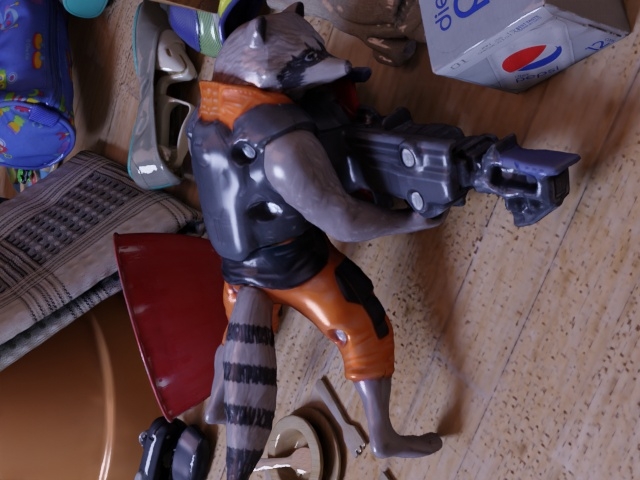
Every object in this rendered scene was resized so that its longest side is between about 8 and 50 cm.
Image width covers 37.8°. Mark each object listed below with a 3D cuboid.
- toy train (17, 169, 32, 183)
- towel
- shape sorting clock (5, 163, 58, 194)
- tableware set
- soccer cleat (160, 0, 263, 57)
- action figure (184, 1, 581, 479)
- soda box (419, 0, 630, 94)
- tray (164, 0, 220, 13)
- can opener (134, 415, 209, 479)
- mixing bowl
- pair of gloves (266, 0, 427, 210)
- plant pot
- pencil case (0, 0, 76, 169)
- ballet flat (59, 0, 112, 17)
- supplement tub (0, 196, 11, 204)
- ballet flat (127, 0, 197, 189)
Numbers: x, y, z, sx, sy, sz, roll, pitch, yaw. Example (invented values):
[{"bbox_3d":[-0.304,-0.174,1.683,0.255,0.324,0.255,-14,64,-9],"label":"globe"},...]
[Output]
[{"bbox_3d":[-0.403,-0.116,1.285,0.024,0.017,0.083,49,129,42],"label":"toy train"},{"bbox_3d":[-0.325,0.015,1.017,0.312,0.324,0.056,28,148,49],"label":"towel"},{"bbox_3d":[-0.415,-0.161,1.333,0.206,0.040,0.206,-8,80,51],"label":"shape sorting clock"},{"bbox_3d":[0.003,0.220,0.764,0.194,0.039,0.128,52,126,40],"label":"tableware set"},{"bbox_3d":[-0.049,-0.302,0.866,0.121,0.093,0.289,35,113,20],"label":"soccer cleat"},{"bbox_3d":[0.000,0.000,0.656,0.341,0.178,0.330,5,107,50],"label":"action figure"},{"bbox_3d":[0.114,-0.252,0.631,0.098,0.091,0.287,-25,67,47],"label":"soda box"},{"bbox_3d":[-0.214,-0.354,0.925,0.411,0.076,0.203,26,106,49],"label":"tray"},{"bbox_3d":[-0.169,0.262,0.962,0.073,0.059,0.186,40,116,46],"label":"can opener"},{"bbox_3d":[-0.117,0.065,0.860,0.181,0.098,0.182,162,90,-83],"label":"mixing bowl"},{"bbox_3d":[0.028,-0.138,0.765,0.204,0.042,0.240,15,105,45],"label":"pair of gloves"},{"bbox_3d":[-0.337,0.200,1.067,0.290,0.203,0.291,-6,83,51],"label":"plant pot"},{"bbox_3d":[-0.372,-0.241,1.192,0.133,0.119,0.306,-37,49,37],"label":"pencil case"},{"bbox_3d":[-0.249,-0.388,1.110,0.280,0.095,0.096,-41,43,41],"label":"ballet flat"},{"bbox_3d":[-0.481,0.040,1.335,0.117,0.117,0.191,-21,69,49],"label":"supplement tub"},{"bbox_3d":[-0.163,-0.159,1.005,0.068,0.072,0.213,-1,82,24],"label":"ballet flat"}]
